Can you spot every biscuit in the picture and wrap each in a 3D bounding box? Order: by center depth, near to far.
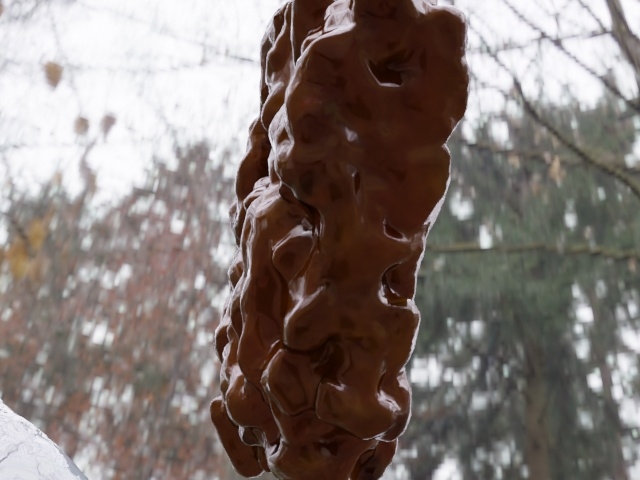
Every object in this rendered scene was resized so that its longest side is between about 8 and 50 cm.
[{"bbox_3d":[0.000,0.000,0.988,0.110,0.312,0.318,10,-92,-9],"label":"biscuit"}]

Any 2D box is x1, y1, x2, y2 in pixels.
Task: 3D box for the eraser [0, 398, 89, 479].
[{"bbox_3d":[-0.143,0.145,0.474,0.150,0.331,0.331,-26,-56,-23],"label":"eraser"}]
